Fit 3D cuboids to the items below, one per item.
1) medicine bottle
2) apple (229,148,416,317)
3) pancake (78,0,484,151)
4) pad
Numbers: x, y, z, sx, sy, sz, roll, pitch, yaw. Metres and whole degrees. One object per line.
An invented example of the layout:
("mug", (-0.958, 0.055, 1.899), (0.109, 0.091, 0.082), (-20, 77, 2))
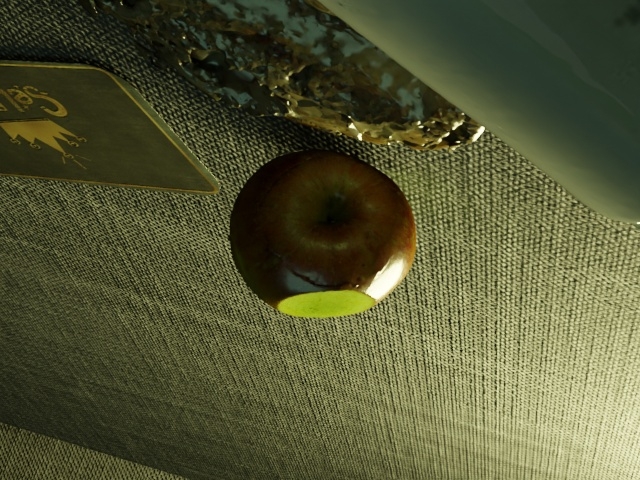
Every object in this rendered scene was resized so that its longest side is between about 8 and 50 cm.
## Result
("medicine bottle", (0.174, -0.130, 0.790), (0.371, 0.211, 0.211), (32, 154, -28))
("apple", (-0.001, -0.006, 1.298), (0.163, 0.146, 0.147), (-2, 158, -8))
("pancake", (-0.032, -0.184, 1.014), (0.382, 0.071, 0.382), (18, 158, 8))
("pad", (-0.319, -0.110, 1.429), (0.375, 0.063, 0.315), (5, 153, 30))
